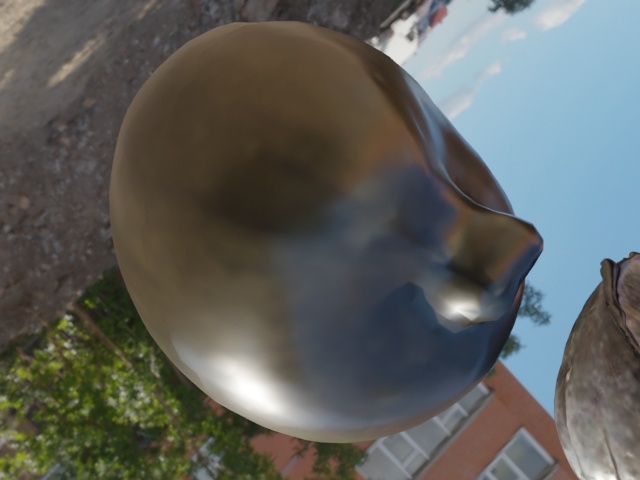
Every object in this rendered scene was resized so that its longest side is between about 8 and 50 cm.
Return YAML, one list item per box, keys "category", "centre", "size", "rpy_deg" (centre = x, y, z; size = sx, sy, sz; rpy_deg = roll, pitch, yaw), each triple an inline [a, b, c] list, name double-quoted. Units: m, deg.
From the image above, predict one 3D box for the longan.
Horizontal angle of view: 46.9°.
- category: "longan"
  centre: [0.000, 0.000, 0.484]
  size: [0.243, 0.300, 0.300]
  rpy_deg: [-60, -167, -16]

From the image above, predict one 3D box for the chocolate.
- category: "chocolate"
  centre: [0.371, 0.184, 0.787]
  size: [0.213, 0.303, 0.303]
  rpy_deg: [-60, 177, 34]
